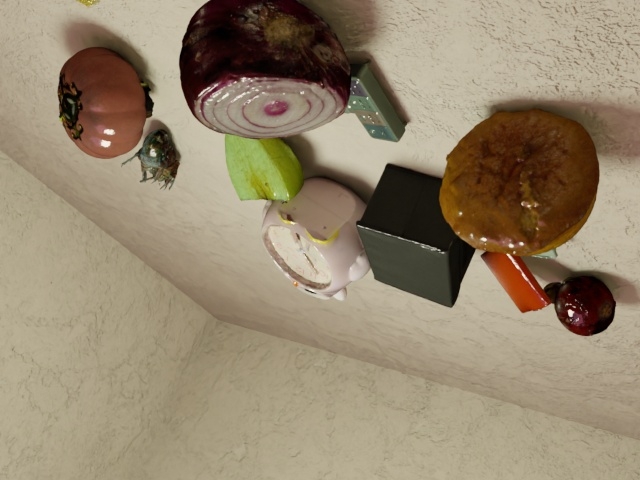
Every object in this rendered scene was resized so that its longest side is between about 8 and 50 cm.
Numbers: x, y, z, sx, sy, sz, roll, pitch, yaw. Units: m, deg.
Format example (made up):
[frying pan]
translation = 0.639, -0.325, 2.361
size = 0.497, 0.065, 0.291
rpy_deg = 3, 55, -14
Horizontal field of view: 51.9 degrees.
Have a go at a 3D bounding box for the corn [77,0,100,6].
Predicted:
[corn]
translation = -0.596, -0.623, 1.475
size = 0.244, 0.093, 0.093
rpy_deg = 31, 159, -17

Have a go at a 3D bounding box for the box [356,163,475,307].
[box]
translation = 0.269, -0.008, 1.759
size = 0.251, 0.204, 0.345
rpy_deg = 18, 158, 21

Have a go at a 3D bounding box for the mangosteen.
[mangosteen]
translation = 0.698, 0.168, 1.769
size = 0.166, 0.166, 0.180
rpy_deg = 40, -179, -32

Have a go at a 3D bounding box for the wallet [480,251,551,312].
[wallet]
translation = 0.538, 0.102, 1.810
size = 0.204, 0.045, 0.142
rpy_deg = 55, 161, 3

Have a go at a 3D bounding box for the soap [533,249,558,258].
[soap]
translation = 0.513, -0.036, 1.610
size = 0.114, 0.063, 0.198
rpy_deg = 10, 153, 39

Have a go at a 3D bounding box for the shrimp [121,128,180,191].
[shrimp]
translation = -0.564, -0.260, 2.203
size = 0.172, 0.137, 0.372
rpy_deg = 18, 151, -5

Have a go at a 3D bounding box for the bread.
[bread]
translation = 0.397, -0.106, 1.302
size = 0.312, 0.312, 0.172
rpy_deg = 10, 170, 36

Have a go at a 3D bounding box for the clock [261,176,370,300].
[clock]
translation = 0.000, 0.000, 1.970
size = 0.368, 0.250, 0.376
rpy_deg = 32, 149, 18

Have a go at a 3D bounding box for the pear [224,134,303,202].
[pear]
translation = -0.163, -0.238, 1.838
size = 0.288, 0.139, 0.239
rpy_deg = 5, 130, 55

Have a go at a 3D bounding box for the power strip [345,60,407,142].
[power strip]
translation = 0.091, -0.313, 1.474
size = 0.145, 0.061, 0.215
rpy_deg = 17, 157, 41

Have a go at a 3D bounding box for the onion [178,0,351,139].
[onion]
translation = -0.112, -0.359, 1.310
size = 0.337, 0.260, 0.282
rpy_deg = -3, 159, -14

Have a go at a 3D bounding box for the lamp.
[lamp]
translation = -0.589, -0.381, 1.824
size = 0.305, 0.240, 0.305
rpy_deg = 23, 122, 44
